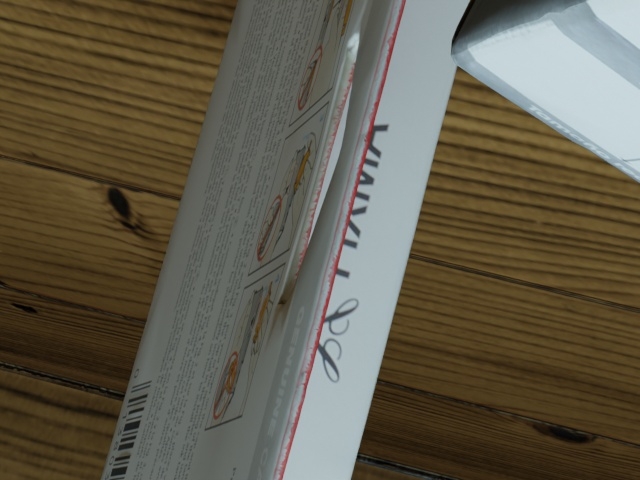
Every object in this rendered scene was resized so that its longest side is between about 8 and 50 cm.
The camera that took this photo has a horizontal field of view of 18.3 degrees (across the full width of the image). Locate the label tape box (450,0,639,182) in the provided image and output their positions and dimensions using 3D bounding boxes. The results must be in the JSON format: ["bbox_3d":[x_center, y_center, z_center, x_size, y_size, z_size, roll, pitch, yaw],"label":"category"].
[{"bbox_3d":[0.185,-0.025,0.298,0.240,0.106,0.333,31,173,-11],"label":"label tape box"}]

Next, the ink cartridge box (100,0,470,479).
[{"bbox_3d":[0.000,0.000,0.701,0.066,0.296,0.261,18,166,-15],"label":"ink cartridge box"}]
